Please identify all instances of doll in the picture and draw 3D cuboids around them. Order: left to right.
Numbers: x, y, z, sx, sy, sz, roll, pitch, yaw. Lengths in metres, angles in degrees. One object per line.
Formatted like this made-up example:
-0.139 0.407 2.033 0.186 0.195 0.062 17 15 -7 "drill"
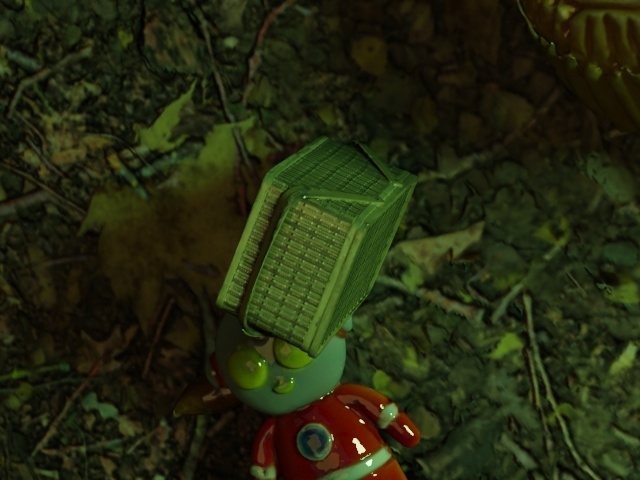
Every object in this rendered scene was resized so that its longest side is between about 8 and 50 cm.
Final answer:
-0.011 0.122 1.208 0.142 0.076 0.245 -24 96 13 "doll"

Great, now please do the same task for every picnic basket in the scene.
0.000 0.000 1.126 0.079 0.164 0.115 25 112 10 "picnic basket"

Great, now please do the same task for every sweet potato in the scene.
-0.078 0.120 1.265 0.095 0.034 0.034 -19 93 16 "sweet potato"

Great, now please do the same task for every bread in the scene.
0.218 -0.171 0.969 0.240 0.139 0.240 7 99 47 "bread"
